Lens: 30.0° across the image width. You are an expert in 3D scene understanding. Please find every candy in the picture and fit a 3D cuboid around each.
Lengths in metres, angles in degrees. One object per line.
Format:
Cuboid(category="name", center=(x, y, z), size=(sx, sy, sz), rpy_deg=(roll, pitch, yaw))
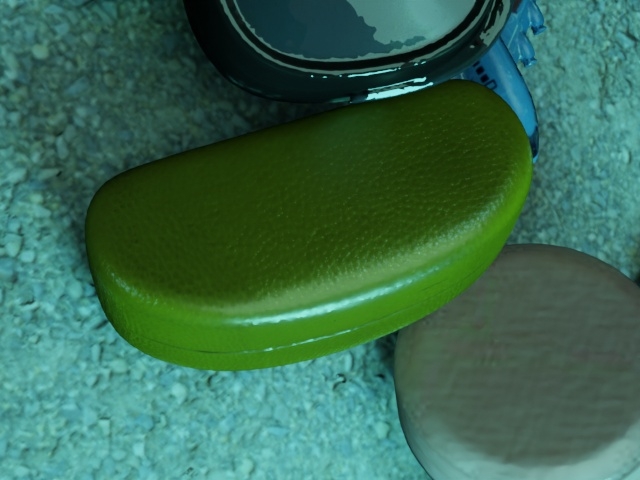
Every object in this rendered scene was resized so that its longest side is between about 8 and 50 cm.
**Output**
Cuboid(category="candy", center=(0.182, 0.127, 1.030), size=(0.255, 0.094, 0.255), rpy_deg=(-3, 58, 5))

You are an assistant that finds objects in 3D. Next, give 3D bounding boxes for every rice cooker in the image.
Cuboid(category="rice cooker", center=(0.014, -0.225, 0.912), size=(0.267, 0.224, 0.267), rpy_deg=(0, 94, -6))

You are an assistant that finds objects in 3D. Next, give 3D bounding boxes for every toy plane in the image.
Cuboid(category="toy plane", center=(0.127, -0.190, 1.091), size=(0.254, 0.105, 0.271), rpy_deg=(-25, 96, -22))

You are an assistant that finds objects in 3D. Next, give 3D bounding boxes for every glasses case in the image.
Cuboid(category="glasses case", center=(0.000, 0.000, 0.982), size=(0.371, 0.141, 0.173), rpy_deg=(-18, 65, -13))
